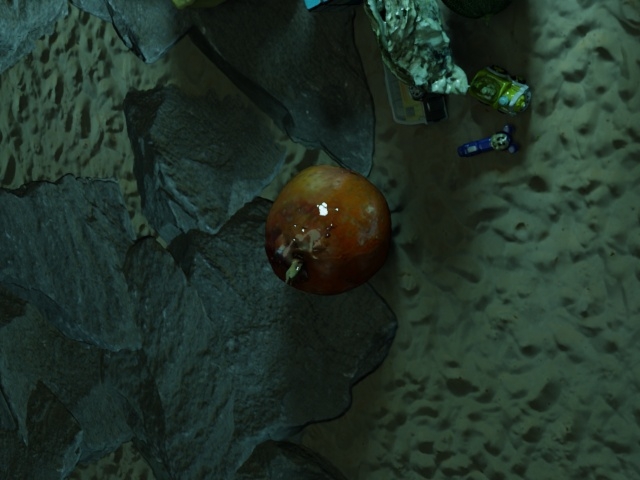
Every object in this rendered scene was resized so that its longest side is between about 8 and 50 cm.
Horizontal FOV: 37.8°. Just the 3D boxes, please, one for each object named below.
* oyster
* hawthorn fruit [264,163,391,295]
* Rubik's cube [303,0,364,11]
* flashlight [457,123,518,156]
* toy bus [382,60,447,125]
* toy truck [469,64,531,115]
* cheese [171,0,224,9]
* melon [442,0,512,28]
[{"bbox_3d":[0.155,-0.403,1.664,0.158,0.162,0.351,-23,98,54],"label":"oyster"},{"bbox_3d":[0.000,0.000,1.898,0.276,0.307,0.276,10,118,20],"label":"hawthorn fruit"},{"bbox_3d":[0.046,-0.541,1.808,0.151,0.155,0.154,-17,94,33],"label":"Rubik's cube"},{"bbox_3d":[0.318,-0.183,1.796,0.121,0.035,0.057,-12,96,34],"label":"flashlight"},{"bbox_3d":[0.174,-0.355,1.816,0.106,0.092,0.268,-5,100,43],"label":"toy bus"},{"bbox_3d":[0.333,-0.275,1.737,0.111,0.077,0.076,33,118,22],"label":"toy truck"},{"bbox_3d":[-0.195,-0.639,1.858,0.384,0.104,0.384,27,123,51],"label":"cheese"},{"bbox_3d":[0.269,-0.517,1.652,0.182,0.182,0.288,-8,99,34],"label":"melon"}]
